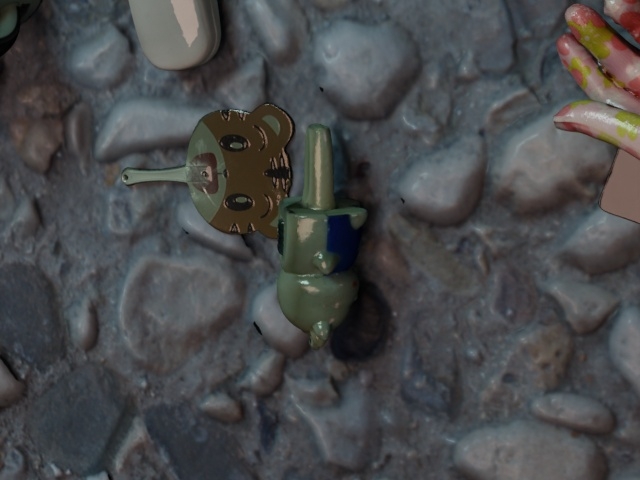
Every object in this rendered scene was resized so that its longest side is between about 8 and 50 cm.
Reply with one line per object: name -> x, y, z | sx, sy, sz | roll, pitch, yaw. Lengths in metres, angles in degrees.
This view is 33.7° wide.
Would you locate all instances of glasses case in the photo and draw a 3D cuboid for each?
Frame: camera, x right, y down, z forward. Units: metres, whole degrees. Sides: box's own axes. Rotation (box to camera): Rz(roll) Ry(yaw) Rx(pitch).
glasses case -> -0.166, -0.299, 1.131 | 0.092, 0.059, 0.233 | -9, 96, 22

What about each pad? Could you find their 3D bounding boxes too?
pad -> 0.354, -0.054, 0.998 | 0.157, 0.003, 0.112 | 22, 110, 18

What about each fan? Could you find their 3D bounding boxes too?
fan -> -0.130, -0.077, 1.197 | 0.226, 0.008, 0.152 | 1, 103, 22

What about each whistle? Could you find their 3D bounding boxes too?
whistle -> 0.000, 0.000, 1.112 | 0.092, 0.110, 0.244 | 0, 104, -9

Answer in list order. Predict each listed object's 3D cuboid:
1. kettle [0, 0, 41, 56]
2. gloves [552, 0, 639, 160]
kettle -> -0.414, -0.283, 1.143 | 0.161, 0.236, 0.221 | -41, 84, 25
gloves -> 0.311, -0.131, 0.940 | 0.241, 0.126, 0.145 | 41, 110, 48
